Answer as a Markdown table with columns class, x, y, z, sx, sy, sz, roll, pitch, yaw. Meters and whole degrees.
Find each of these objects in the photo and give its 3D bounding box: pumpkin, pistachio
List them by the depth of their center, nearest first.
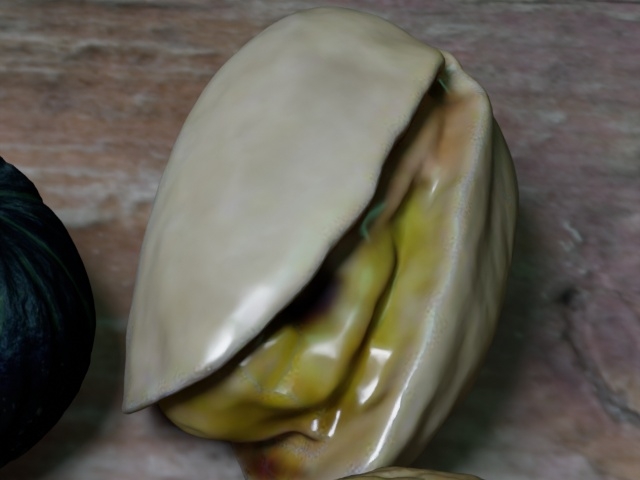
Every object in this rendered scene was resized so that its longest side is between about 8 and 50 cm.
| class | x | y | z | sx | sy | sz | roll | pitch | yaw |
| --- | --- | --- | --- | --- | --- | --- | --- | --- | --- |
| pumpkin | -0.189 | 0.023 | 0.711 | 0.194 | 0.150 | 0.194 | 12 | 46 | -13 |
| pistachio | 0.000 | 0.000 | 0.796 | 0.187 | 0.187 | 0.299 | 18 | 44 | 6 |

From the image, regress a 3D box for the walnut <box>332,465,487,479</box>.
| class | x | y | z | sx | sy | sz | roll | pitch | yaw |
| --- | --- | --- | --- | --- | --- | --- | --- | --- | --- |
| walnut | 0.045 | 0.184 | 0.551 | 0.213 | 0.213 | 0.213 | 9 | 38 | -7 |
